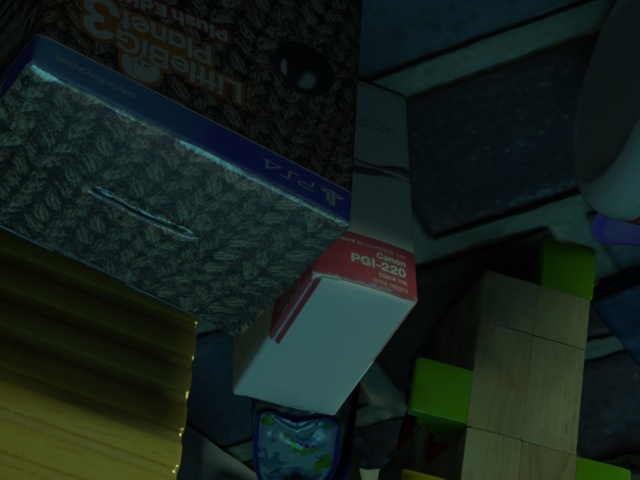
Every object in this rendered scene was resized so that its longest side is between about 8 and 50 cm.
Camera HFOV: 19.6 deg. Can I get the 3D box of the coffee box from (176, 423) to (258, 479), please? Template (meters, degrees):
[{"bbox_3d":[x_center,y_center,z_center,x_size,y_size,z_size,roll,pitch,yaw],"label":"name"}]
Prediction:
[{"bbox_3d":[-0.226,0.391,1.768,0.334,0.338,0.338,-30,128,30],"label":"coffee box"}]

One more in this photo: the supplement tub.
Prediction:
[{"bbox_3d":[0.338,-0.080,1.339,0.272,0.191,0.191,14,136,-11],"label":"supplement tub"}]

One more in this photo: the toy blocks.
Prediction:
[{"bbox_3d":[0.123,0.216,1.580,0.190,0.381,0.261,16,150,-11],"label":"toy blocks"}]

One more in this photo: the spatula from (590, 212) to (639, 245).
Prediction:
[{"bbox_3d":[0.366,0.003,1.541,0.296,0.030,0.084,15,136,-12],"label":"spatula"}]

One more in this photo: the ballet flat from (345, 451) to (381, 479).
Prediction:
[{"bbox_3d":[0.070,0.302,1.825,0.124,0.116,0.342,-36,133,5],"label":"ballet flat"}]

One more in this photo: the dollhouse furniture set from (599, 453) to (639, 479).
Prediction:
[{"bbox_3d":[0.435,0.237,1.757,0.301,0.151,0.197,0,139,48],"label":"dollhouse furniture set"}]

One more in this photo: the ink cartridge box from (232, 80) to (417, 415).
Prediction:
[{"bbox_3d":[0.000,0.000,1.428,0.092,0.218,0.158,15,136,-19],"label":"ink cartridge box"}]

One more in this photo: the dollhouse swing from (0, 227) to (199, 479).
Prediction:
[{"bbox_3d":[-0.224,0.014,1.363,0.305,0.347,0.315,12,136,-7],"label":"dollhouse swing"}]

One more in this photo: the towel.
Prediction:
[{"bbox_3d":[0.287,0.070,1.619,0.067,0.029,0.119,-23,131,25],"label":"towel"}]

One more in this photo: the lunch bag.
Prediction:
[{"bbox_3d":[-0.016,0.157,1.660,0.096,0.129,0.151,8,136,0],"label":"lunch bag"}]

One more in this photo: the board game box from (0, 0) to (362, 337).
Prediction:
[{"bbox_3d":[-0.106,-0.122,1.255,0.232,0.291,0.141,26,132,-22],"label":"board game box"}]
